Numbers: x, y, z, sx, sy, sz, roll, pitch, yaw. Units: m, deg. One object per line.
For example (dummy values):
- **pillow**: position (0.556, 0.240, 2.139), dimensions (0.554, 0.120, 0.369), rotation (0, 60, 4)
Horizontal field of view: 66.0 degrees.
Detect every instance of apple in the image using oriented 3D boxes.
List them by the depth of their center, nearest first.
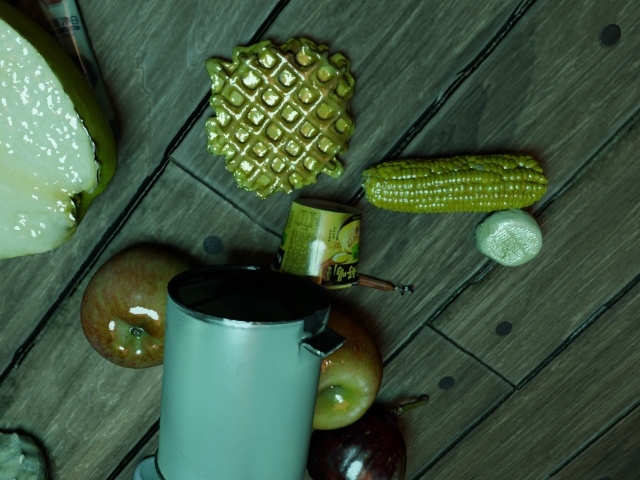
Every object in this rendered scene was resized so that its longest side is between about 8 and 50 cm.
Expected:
- **apple**: position (-0.282, 0.108, 0.792), dimensions (0.188, 0.174, 0.188), rotation (-4, 113, -9)
- **apple**: position (0.002, 0.221, 0.884), dimensions (0.210, 0.173, 0.235), rotation (-6, 122, -13)

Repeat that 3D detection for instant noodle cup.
- **instant noodle cup**: position (0.000, 0.000, 0.808), dimensions (0.151, 0.151, 0.122), rotation (7, 100, -10)

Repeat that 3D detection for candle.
- **candle**: position (0.094, 0.079, 0.913), dimensions (0.167, 0.021, 0.026), rotation (15, 89, -13)

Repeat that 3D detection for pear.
- **pear**: position (-0.464, -0.161, 0.641), dimensions (0.386, 0.191, 0.340), rotation (32, 110, -19)

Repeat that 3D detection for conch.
- **conch**: position (-0.608, 0.489, 0.921), dimensions (0.210, 0.159, 0.291), rotation (-16, 116, -2)

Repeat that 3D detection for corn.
- **corn**: position (0.220, -0.090, 0.814), dimensions (0.312, 0.102, 0.102), rotation (-5, 114, -5)

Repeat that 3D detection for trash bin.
- **trash bin**: position (-0.109, 0.189, 0.683), dimensions (0.277, 0.217, 0.263), rotation (14, 105, 30)

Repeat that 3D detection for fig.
- **fig**: position (0.096, 0.403, 0.973), dimensions (0.203, 0.186, 0.249), rotation (35, 97, -1)

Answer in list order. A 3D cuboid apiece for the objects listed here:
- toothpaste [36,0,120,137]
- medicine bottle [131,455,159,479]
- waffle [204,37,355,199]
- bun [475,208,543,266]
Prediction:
- **toothpaste**: position (-0.344, -0.261, 0.699), dimensions (0.062, 0.039, 0.239), rotation (-11, 112, 5)
- **medicine bottle**: position (-0.355, 0.556, 1.021), dimensions (0.090, 0.090, 0.217), rotation (12, 112, -13)
- **waffle**: position (-0.062, -0.186, 0.766), dimensions (0.243, 0.059, 0.238), rotation (-8, 117, -2)
- **bun**: position (0.334, -0.010, 0.877), dimensions (0.115, 0.069, 0.115), rotation (3, 128, 4)
